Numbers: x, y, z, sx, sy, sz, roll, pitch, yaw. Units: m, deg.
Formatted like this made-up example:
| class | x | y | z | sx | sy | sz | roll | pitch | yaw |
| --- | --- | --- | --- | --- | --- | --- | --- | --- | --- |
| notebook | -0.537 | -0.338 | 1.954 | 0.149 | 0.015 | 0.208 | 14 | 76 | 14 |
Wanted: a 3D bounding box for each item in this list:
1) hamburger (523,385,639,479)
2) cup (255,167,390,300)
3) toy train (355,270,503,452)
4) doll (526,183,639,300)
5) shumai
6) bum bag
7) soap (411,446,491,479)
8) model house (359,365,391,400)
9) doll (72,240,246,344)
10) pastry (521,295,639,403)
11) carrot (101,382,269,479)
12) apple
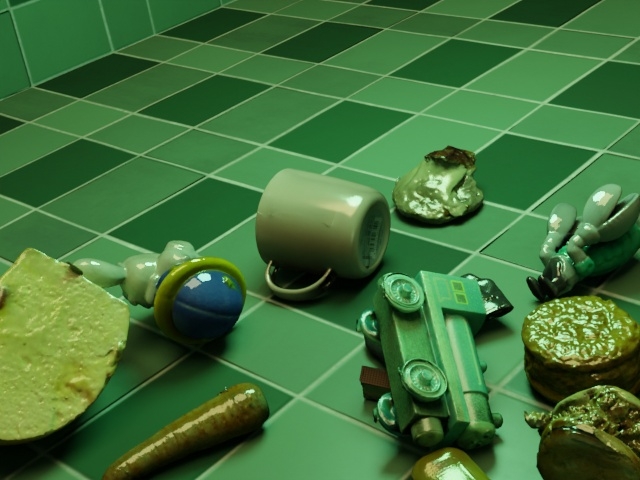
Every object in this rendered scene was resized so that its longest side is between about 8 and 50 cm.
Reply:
| class | x | y | z | sx | sy | sz | roll | pitch | yaw |
| --- | --- | --- | --- | --- | --- | --- | --- | --- | --- |
| hamburger | 0.352 | 0.264 | 1.301 | 0.185 | 0.159 | 0.131 | 23 | 42 | 13 |
| cup | 0.000 | 0.000 | 1.859 | 0.201 | 0.191 | 0.252 | 12 | 65 | 27 |
| toy train | 0.171 | 0.174 | 1.482 | 0.194 | 0.120 | 0.298 | 10 | 46 | -20 |
| doll | 0.473 | -0.006 | 1.741 | 0.195 | 0.153 | 0.258 | -22 | 12 | 39 |
| shumai | 0.244 | -0.124 | 2.050 | 0.201 | 0.120 | 0.201 | -4 | 29 | 2 |
| bum bag | 0.194 | 0.135 | 1.668 | 0.248 | 0.060 | 0.123 | -21 | 32 | -17 |
| soap | 0.183 | 0.331 | 1.338 | 0.089 | 0.045 | 0.140 | -22 | 33 | -17 |
| model house | 0.109 | 0.218 | 1.545 | 0.083 | 0.058 | 0.057 | 9 | 34 | 28 |
| doll | -0.265 | 0.067 | 1.714 | 0.311 | 0.159 | 0.242 | 13 | 24 | -43 |
| pastry | 0.395 | 0.168 | 1.510 | 0.189 | 0.103 | 0.188 | -6 | 29 | 4 |
| carrot | -0.214 | 0.299 | 1.485 | 0.298 | 0.078 | 0.078 | -25 | 33 | -19 |
| apple | -0.483 | 0.184 | 1.582 | 0.314 | 0.252 | 0.309 | 11 | 61 | 36 |
